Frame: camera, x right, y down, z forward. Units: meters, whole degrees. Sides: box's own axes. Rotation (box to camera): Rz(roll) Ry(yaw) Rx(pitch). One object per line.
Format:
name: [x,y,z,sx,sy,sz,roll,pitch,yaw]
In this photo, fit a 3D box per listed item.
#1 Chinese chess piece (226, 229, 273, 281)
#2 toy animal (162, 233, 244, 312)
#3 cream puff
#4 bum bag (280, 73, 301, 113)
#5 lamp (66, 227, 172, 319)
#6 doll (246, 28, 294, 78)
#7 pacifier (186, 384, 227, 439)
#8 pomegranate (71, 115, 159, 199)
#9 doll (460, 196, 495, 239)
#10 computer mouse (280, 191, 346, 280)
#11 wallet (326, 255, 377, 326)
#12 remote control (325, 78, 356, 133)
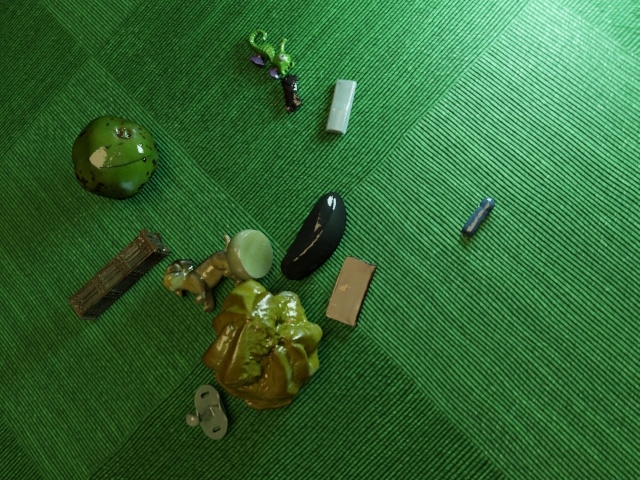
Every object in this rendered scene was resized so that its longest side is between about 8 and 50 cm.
Chinese chess piece: [-0.194,0.041,1.530,0.058,0.144,0.144,-9,78,38]
toy animal: [-0.335,0.104,1.577,0.233,0.121,0.169,-29,64,6]
cream puff: [-0.140,0.282,1.416,0.274,0.270,0.323,17,88,12]
bum bag: [-0.086,-0.434,1.632,0.057,0.034,0.125,-15,77,22]
lamp: [-0.600,0.105,1.659,0.325,0.089,0.090,-42,73,6]
doll: [-0.152,-0.564,1.665,0.190,0.050,0.115,38,96,19]
pacifier: [-0.320,0.475,1.513,0.126,0.116,0.150,-25,78,37]
pomegranate: [-0.612,-0.234,1.648,0.270,0.254,0.254,-42,70,40]
doll: [0.408,-0.058,1.444,0.037,0.027,0.125,38,95,18]
computer mouse: [0.000,0.000,1.486,0.086,0.137,0.270,30,89,27]
wallet: [0.083,0.135,1.501,0.095,0.026,0.176,18,87,11]
remote control: [0.057,-0.384,1.588,0.061,0.029,0.162,10,84,15]
